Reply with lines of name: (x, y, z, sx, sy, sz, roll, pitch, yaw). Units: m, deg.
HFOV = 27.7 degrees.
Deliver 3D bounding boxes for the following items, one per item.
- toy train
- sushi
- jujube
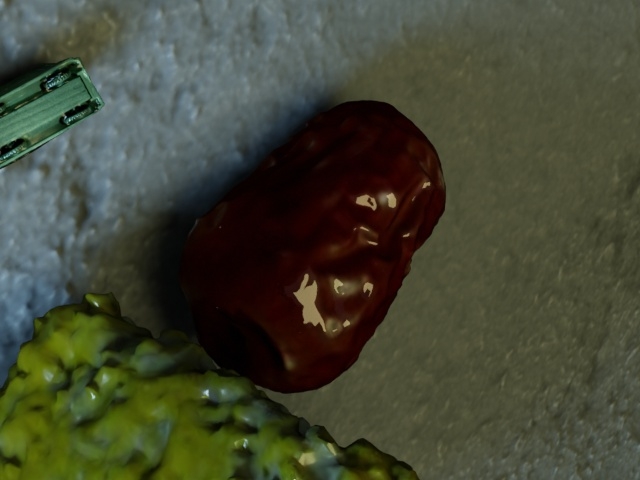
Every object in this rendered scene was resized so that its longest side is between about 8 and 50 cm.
toy train: (-0.183, -0.078, 0.794, 0.093, 0.056, 0.038, -36, 114, -27)
sushi: (-0.037, 0.233, 0.845, 0.240, 0.396, 0.351, -58, 143, -11)
jujube: (0.000, 0.000, 0.946, 0.230, 0.155, 0.155, -49, 135, -21)
